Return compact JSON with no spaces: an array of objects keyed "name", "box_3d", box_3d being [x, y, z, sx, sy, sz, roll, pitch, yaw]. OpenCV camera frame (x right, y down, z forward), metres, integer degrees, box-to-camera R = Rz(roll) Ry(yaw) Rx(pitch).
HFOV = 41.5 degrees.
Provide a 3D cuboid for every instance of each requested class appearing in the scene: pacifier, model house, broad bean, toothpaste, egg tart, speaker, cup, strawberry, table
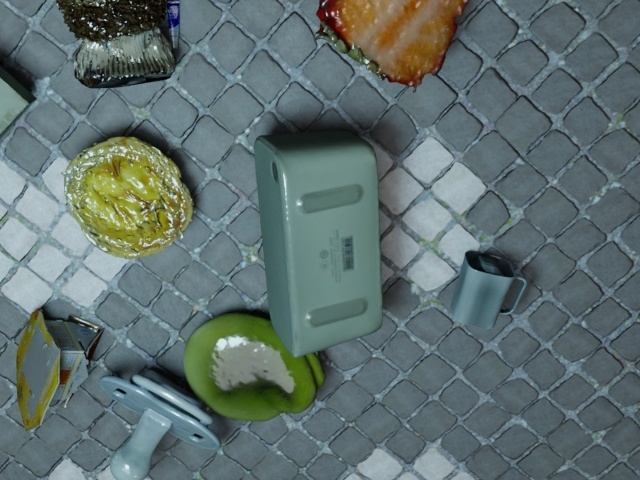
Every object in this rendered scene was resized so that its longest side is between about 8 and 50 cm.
[{"name":"pacifier","box_3d":[-0.345,0.392,1.724,0.287,0.238,0.225,33,66,-14]},{"name":"model house","box_3d":[-0.528,0.271,1.737,0.136,0.207,0.219,6,118,-40]},{"name":"broad bean","box_3d":[-0.138,0.265,1.723,0.291,0.119,0.238,20,112,-5]},{"name":"toothpaste","box_3d":[-0.265,-0.388,1.517,0.024,0.015,0.083,1,108,-6]},{"name":"egg tart","box_3d":[-0.365,-0.085,1.605,0.252,0.098,0.231,31,104,-14]},{"name":"speaker","box_3d":[0.000,0.000,1.563,0.184,0.183,0.405,-12,114,-18]},{"name":"cup","box_3d":[0.330,0.097,1.651,0.128,0.095,0.129,12,115,-5]},{"name":"strawberry","box_3d":[0.109,-0.422,1.422,0.254,0.150,0.280,13,111,-25]},{"name":"table","box_3d":[-0.635,-0.224,1.545,0.240,0.111,0.121,-41,106,17]}]

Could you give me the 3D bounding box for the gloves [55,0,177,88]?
[{"name":"gloves","box_3d":[-0.364,-0.414,1.443,0.211,0.135,0.312,-2,112,2]}]
